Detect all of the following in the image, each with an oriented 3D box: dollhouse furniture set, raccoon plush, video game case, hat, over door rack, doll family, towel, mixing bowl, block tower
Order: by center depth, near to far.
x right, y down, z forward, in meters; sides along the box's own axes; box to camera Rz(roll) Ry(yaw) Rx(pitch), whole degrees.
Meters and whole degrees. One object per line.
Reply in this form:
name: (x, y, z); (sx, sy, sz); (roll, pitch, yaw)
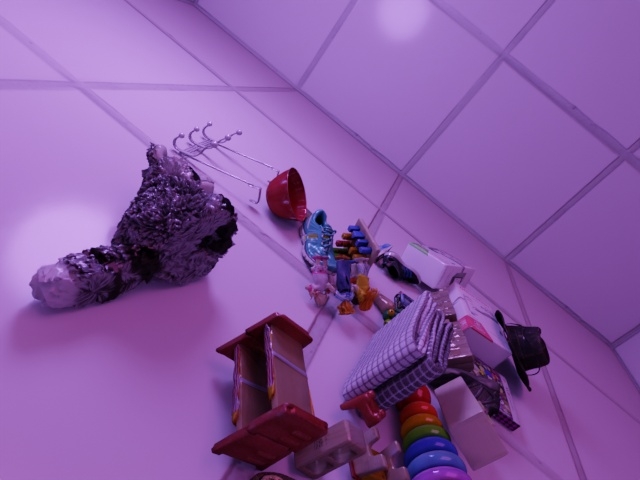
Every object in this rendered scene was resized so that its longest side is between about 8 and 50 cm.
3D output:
dollhouse furniture set: (-0.013, 0.327, 0.771); (0.374, 0.152, 0.201); (44, 19, -32)
raccoon plush: (-0.381, -0.070, 0.836); (0.299, 0.216, 0.446); (41, 24, 21)
towel: (0.197, 0.276, 0.989); (0.121, 0.235, 0.284); (46, 27, 5)
doll family: (0.083, 0.129, 1.171); (0.263, 0.118, 0.163); (9, 76, -46)
video game case: (0.528, 0.469, 1.335); (0.232, 0.042, 0.210); (36, 26, -6)
mixing bowl: (-0.121, -0.145, 1.368); (0.181, 0.098, 0.181); (-8, 90, -75)
block tower: (0.422, 0.298, 1.379); (0.335, 0.097, 0.091); (-84, 158, -59)
over door rack: (-0.292, -0.285, 1.381); (0.324, 0.108, 0.239); (34, 26, -5)
hat: (0.770, 0.388, 1.532); (0.331, 0.134, 0.331); (57, 19, -33)

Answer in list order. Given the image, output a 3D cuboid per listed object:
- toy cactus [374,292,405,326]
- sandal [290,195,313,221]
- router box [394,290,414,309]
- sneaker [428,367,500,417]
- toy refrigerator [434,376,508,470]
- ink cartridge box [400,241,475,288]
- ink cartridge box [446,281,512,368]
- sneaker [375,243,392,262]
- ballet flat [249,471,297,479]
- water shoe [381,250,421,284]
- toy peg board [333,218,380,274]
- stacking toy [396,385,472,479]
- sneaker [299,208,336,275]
toy cactus: (0.242, 0.231, 1.295); (0.219, 0.112, 0.180); (-6, 40, -46)
sandal: (-0.082, -0.132, 1.475); (0.219, 0.060, 0.090); (38, 24, 10)
router box: (0.313, 0.242, 1.423); (0.122, 0.038, 0.092); (35, 26, -10)
sneaker: (0.405, 0.442, 1.157); (0.228, 0.087, 0.130); (20, 49, -8)
toy refrigerator: (0.354, 0.424, 0.988); (0.102, 0.094, 0.269); (60, 6, 8)
ink cartridge box: (0.492, 0.112, 1.733); (0.273, 0.114, 0.198); (9, 21, -46)
ink cartridge box: (0.568, 0.315, 1.554); (0.207, 0.117, 0.283); (33, 26, -12)
sneaker: (0.232, 0.031, 1.635); (0.073, 0.063, 0.162); (43, 25, 15)
ballet flat: (-0.002, 0.436, 0.658); (0.250, 0.058, 0.084); (34, 25, -10)
water shoe: (0.307, 0.127, 1.593); (0.203, 0.073, 0.080); (40, 61, -21)
toy peg board: (0.103, 0.034, 1.361); (0.079, 0.160, 0.161); (4, 40, -27)
stacking toy: (0.227, 0.439, 0.899); (0.141, 0.141, 0.330); (31, 20, -18)
sneaker: (0.000, 0.000, 1.318); (0.107, 0.110, 0.275); (22, 31, -32)
